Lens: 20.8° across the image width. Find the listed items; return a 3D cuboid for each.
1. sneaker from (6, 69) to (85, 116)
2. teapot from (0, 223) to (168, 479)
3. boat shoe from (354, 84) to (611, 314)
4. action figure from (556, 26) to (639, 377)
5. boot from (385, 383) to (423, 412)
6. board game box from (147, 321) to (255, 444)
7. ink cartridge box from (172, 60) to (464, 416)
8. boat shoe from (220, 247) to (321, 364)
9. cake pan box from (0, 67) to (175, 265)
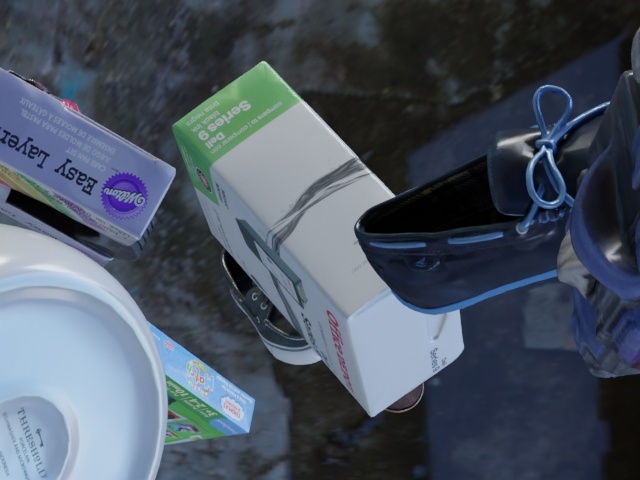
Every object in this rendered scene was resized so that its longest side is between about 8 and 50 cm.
[{"bbox_3d":[-0.344,-0.135,1.890,0.121,0.299,0.112,-49,139,-30],"label":"sneaker"},{"bbox_3d":[-0.226,0.101,1.030,0.252,0.187,0.256,18,90,-44],"label":"teapot"},{"bbox_3d":[0.132,-0.026,1.108,0.089,0.258,0.109,42,31,-30],"label":"boat shoe"},{"bbox_3d":[0.181,-0.055,0.572,0.179,0.341,0.330,6,82,2],"label":"action figure"},{"bbox_3d":[0.037,0.090,2.046,0.090,0.207,0.248,-38,79,-7],"label":"boot"},{"bbox_3d":[-0.190,0.136,1.546,0.160,0.211,0.039,41,48,-44],"label":"board game box"},{"bbox_3d":[0.000,0.000,1.694,0.121,0.211,0.289,-35,59,-12],"label":"ink cartridge box"},{"bbox_3d":[-0.050,0.059,1.908,0.080,0.228,0.076,-35,121,-6],"label":"boat shoe"},{"bbox_3d":[-0.246,-0.073,1.351,0.267,0.246,0.070,29,80,-10],"label":"cake pan box"}]
